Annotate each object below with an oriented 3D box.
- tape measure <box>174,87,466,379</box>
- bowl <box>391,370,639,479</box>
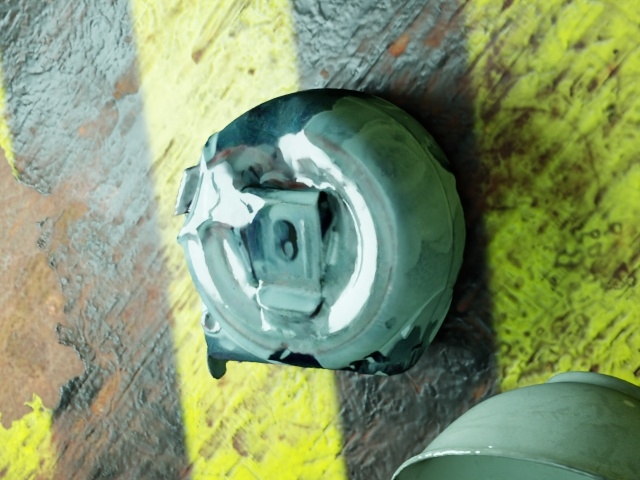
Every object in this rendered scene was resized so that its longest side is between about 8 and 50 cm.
[{"bbox_3d":[0.000,0.000,1.493,0.256,0.147,0.275,3,103,27],"label":"tape measure"},{"bbox_3d":[0.226,0.200,1.397,0.313,0.146,0.313,15,150,9],"label":"bowl"}]
